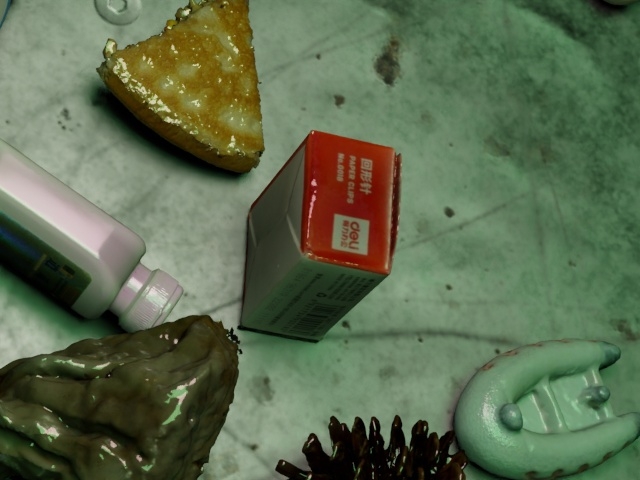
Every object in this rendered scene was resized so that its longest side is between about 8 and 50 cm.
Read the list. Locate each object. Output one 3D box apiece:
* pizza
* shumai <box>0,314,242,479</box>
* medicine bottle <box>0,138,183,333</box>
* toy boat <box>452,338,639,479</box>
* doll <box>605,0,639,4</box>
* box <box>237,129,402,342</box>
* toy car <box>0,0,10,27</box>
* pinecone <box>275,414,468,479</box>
[{"bbox_3d":[-0.117,-0.169,1.733,0.188,0.062,0.199,37,53,-19],"label":"pizza"},{"bbox_3d":[-0.191,0.146,1.489,0.185,0.184,0.218,29,103,-26],"label":"shumai"},{"bbox_3d":[-0.226,0.004,1.582,0.219,0.115,0.078,36,59,-6],"label":"medicine bottle"},{"bbox_3d":[0.226,0.161,1.728,0.207,0.079,0.134,-10,76,-27],"label":"toy boat"},{"bbox_3d":[0.367,-0.406,1.988,0.228,0.154,0.258,-12,68,-22],"label":"doll"},{"bbox_3d":[0.000,0.000,1.642,0.099,0.182,0.133,13,62,-17],"label":"box"},{"bbox_3d":[-0.422,-0.241,1.573,0.314,0.198,0.166,-10,31,-35],"label":"toy car"},{"bbox_3d":[0.039,0.227,1.582,0.165,0.163,0.163,15,63,1],"label":"pinecone"}]
